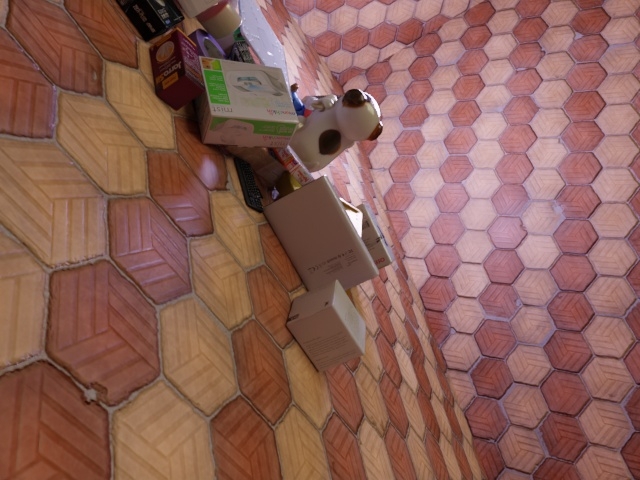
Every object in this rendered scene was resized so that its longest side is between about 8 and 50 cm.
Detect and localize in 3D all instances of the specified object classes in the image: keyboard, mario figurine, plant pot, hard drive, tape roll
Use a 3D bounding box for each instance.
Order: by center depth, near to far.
[{"bbox_3d":[-0.214,-0.171,1.553,0.108,0.023,0.180,30,39,-61],"label":"keyboard"},{"bbox_3d":[0.000,0.000,1.568,0.352,0.233,0.047,61,19,-9],"label":"hard drive"},{"bbox_3d":[-0.363,-0.570,1.592,0.189,0.080,0.189,54,20,-30],"label":"tape roll"},{"bbox_3d":[-0.094,-0.177,1.710,0.081,0.081,0.083,3,48,-37],"label":"plant pot"},{"bbox_3d":[-0.053,-0.586,2.347,0.320,0.170,0.198,58,17,-14],"label":"mario figurine"}]

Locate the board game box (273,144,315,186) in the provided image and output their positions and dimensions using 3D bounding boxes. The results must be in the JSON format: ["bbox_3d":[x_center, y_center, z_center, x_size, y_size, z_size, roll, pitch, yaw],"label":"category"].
[{"bbox_3d":[-0.090,-0.253,1.601,0.147,0.045,0.193,46,9,-42],"label":"board game box"}]

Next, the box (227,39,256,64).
[{"bbox_3d":[-0.264,-0.538,1.685,0.045,0.184,0.190,-21,84,-30],"label":"box"}]

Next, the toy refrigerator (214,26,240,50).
[{"bbox_3d":[-0.342,-0.830,1.990,0.102,0.094,0.269,59,18,-15],"label":"toy refrigerator"}]

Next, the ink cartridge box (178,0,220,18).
[{"bbox_3d":[-0.293,-0.871,1.495,0.308,0.385,0.091,60,0,-1],"label":"ink cartridge box"}]

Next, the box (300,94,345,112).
[{"bbox_3d":[0.011,-0.633,2.403,0.113,0.275,0.094,-51,132,-26],"label":"box"}]

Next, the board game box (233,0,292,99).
[{"bbox_3d":[-0.239,-0.789,2.006,0.390,0.050,0.389,48,27,-52],"label":"board game box"}]

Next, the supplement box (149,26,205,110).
[{"bbox_3d":[-0.385,-0.460,1.337,0.081,0.104,0.188,34,34,-56],"label":"supplement box"}]

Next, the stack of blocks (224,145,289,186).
[{"bbox_3d":[-0.211,-0.323,1.664,0.297,0.087,0.171,34,34,-57],"label":"stack of blocks"}]

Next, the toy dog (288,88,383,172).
[{"bbox_3d":[0.050,-0.475,2.082,0.284,0.408,0.395,56,19,-21],"label":"toy dog"}]

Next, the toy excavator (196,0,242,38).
[{"bbox_3d":[-0.353,-0.895,1.674,0.445,0.432,0.222,25,-10,38],"label":"toy excavator"}]

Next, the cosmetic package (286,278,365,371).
[{"bbox_3d":[0.022,0.242,1.427,0.183,0.151,0.151,59,18,-19],"label":"cosmetic package"}]

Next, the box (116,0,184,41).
[{"bbox_3d":[-0.477,-0.656,1.395,0.147,0.078,0.180,55,20,-24],"label":"box"}]

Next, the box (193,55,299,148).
[{"bbox_3d":[-0.227,-0.397,1.463,0.262,0.126,0.231,-1,59,-27],"label":"box"}]

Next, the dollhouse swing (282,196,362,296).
[{"bbox_3d":[-0.014,0.002,1.817,0.346,0.305,0.314,-79,180,-63],"label":"dollhouse swing"}]

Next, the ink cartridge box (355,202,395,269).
[{"bbox_3d":[0.163,0.007,2.078,0.272,0.197,0.114,65,18,4],"label":"ink cartridge box"}]
